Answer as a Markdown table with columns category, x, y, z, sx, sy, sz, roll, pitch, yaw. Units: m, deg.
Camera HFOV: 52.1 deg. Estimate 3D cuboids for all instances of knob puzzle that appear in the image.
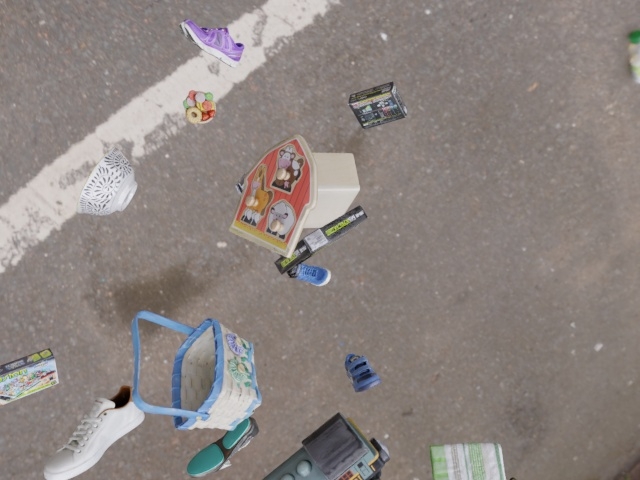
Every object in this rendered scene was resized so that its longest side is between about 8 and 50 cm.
| category | x | y | z | sx | sy | sz | roll | pitch | yaw |
| --- | --- | --- | --- | --- | --- | --- | --- | --- | --- |
| knob puzzle | -0.076 | -0.087 | 1.084 | 0.030 | 0.213 | 0.213 | 20 | 108 | -44 |

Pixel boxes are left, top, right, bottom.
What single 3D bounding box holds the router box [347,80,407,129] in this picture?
| category | x | y | z | sx | sy | sz | roll | pitch | yaw |
| --- | --- | --- | --- | --- | --- | --- | --- | --- | --- |
| router box | 0.142 | -0.335 | 1.630 | 0.122 | 0.038 | 0.092 | -12 | 138 | 26 |

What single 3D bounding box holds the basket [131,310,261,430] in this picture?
| category | x | y | z | sx | sy | sz | roll | pitch | yaw |
| --- | --- | --- | --- | --- | --- | --- | --- | --- | --- |
| basket | -0.286 | 0.289 | 1.466 | 0.288 | 0.255 | 0.201 | 19 | 126 | -31 |

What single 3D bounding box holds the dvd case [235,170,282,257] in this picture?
| category | x | y | z | sx | sy | sz | roll | pitch | yaw |
| --- | --- | --- | --- | --- | --- | --- | --- | --- | --- |
| dvd case | -0.146 | -0.068 | 1.697 | 0.018 | 0.164 | 0.221 | -29 | 104 | 9 |

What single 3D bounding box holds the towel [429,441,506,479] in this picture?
| category | x | y | z | sx | sy | sz | roll | pitch | yaw |
| --- | --- | --- | --- | --- | --- | --- | --- | --- | --- |
| towel | 0.299 | 0.469 | 1.326 | 0.151 | 0.113 | 0.023 | 1 | 153 | -7 |

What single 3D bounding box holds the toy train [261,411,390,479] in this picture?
| category | x | y | z | sx | sy | sz | roll | pitch | yaw |
| --- | --- | --- | --- | --- | --- | --- | --- | --- | --- |
| toy train | -0.025 | 0.456 | 1.177 | 0.333 | 0.142 | 0.190 | -36 | 135 | -8 |

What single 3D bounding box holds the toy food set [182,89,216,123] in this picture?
| category | x | y | z | sx | sy | sz | roll | pitch | yaw |
| --- | --- | --- | --- | --- | --- | --- | --- | --- | --- |
| toy food set | -0.297 | -0.329 | 1.610 | 0.083 | 0.020 | 0.083 | -11 | 91 | -26 |

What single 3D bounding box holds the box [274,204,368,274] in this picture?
| category | x | y | z | sx | sy | sz | roll | pitch | yaw |
| --- | --- | --- | --- | --- | --- | --- | --- | --- | --- |
| box | 0.000 | 0.000 | 1.581 | 0.190 | 0.045 | 0.184 | -31 | 174 | -33 |

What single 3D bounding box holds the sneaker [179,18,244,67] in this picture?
| category | x | y | z | sx | sy | sz | roll | pitch | yaw |
| --- | --- | --- | --- | --- | --- | --- | --- | --- | --- |
| sneaker | -0.239 | -0.449 | 1.446 | 0.169 | 0.068 | 0.071 | 19 | 105 | -51 |

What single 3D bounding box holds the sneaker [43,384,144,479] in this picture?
| category | x | y | z | sx | sy | sz | roll | pitch | yaw |
| --- | --- | --- | --- | --- | --- | --- | --- | --- | --- |
| sneaker | -0.563 | 0.458 | 1.601 | 0.290 | 0.105 | 0.123 | -40 | 128 | -52 |

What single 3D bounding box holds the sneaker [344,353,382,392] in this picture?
| category | x | y | z | sx | sy | sz | roll | pitch | yaw |
| --- | --- | --- | --- | --- | --- | --- | --- | --- | --- |
| sneaker | 0.079 | 0.265 | 1.315 | 0.053 | 0.144 | 0.059 | -18 | 94 | -14 |

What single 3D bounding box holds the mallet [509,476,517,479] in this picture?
| category | x | y | z | sx | sy | sz | roll | pitch | yaw |
| --- | --- | --- | --- | --- | --- | --- | --- | --- | --- |
| mallet | 0.459 | 0.563 | 1.406 | 0.062 | 0.189 | 0.039 | -41 | 104 | -18 |

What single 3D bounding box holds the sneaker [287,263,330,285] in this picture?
| category | x | y | z | sx | sy | sz | roll | pitch | yaw |
| --- | --- | --- | --- | --- | --- | --- | --- | --- | --- |
| sneaker | -0.044 | 0.096 | 1.959 | 0.084 | 0.152 | 0.058 | 22 | 82 | -40 |

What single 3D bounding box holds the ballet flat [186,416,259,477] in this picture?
| category | x | y | z | sx | sy | sz | roll | pitch | yaw |
| --- | --- | --- | --- | --- | --- | --- | --- | --- | --- |
| ballet flat | -0.314 | 0.705 | 2.191 | 0.280 | 0.095 | 0.096 | -39 | 137 | -1 |

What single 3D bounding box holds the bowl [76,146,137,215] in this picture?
| category | x | y | z | sx | sy | sz | roll | pitch | yaw |
| --- | --- | --- | --- | --- | --- | --- | --- | --- | --- |
| bowl | -0.464 | -0.115 | 1.464 | 0.080 | 0.170 | 0.170 | 30 | 104 | -5 |

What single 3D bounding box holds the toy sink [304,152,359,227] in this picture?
| category | x | y | z | sx | sy | sz | roll | pitch | yaw |
| --- | --- | --- | --- | --- | --- | --- | --- | --- | --- |
| toy sink | -0.002 | -0.145 | 1.893 | 0.152 | 0.131 | 0.234 | -2 | 155 | -17 |

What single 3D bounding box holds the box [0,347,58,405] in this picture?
| category | x | y | z | sx | sy | sz | roll | pitch | yaw |
| --- | --- | --- | --- | --- | --- | --- | --- | --- | --- |
| box | -0.813 | 0.372 | 1.744 | 0.206 | 0.036 | 0.114 | -20 | 135 | -32 |
